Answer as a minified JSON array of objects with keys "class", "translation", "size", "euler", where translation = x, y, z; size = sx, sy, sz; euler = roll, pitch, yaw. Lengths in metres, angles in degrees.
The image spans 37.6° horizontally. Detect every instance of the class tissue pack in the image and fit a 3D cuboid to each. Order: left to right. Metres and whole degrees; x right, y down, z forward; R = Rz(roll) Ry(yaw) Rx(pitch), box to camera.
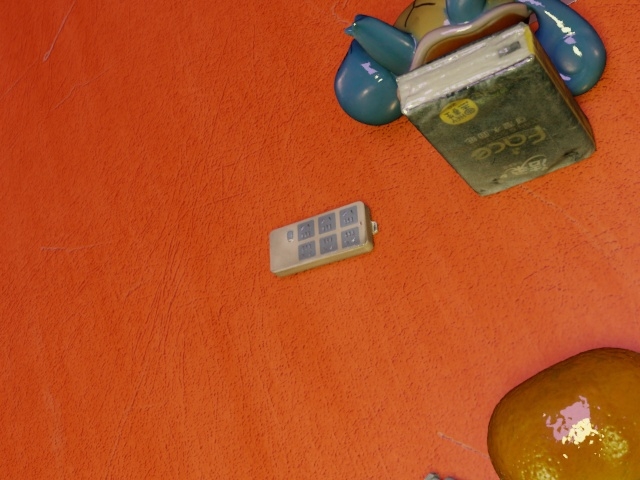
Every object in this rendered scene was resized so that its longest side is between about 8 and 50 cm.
[{"class":"tissue pack","translation":[0.242,-0.170,1.267],"size":[0.185,0.257,0.081],"euler":[-20,58,25]}]

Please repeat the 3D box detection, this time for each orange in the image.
[{"class":"orange","translation":[0.309,0.231,1.105],"size":[0.237,0.158,0.179],"euler":[-30,75,16]}]

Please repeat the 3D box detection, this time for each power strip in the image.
[{"class":"power strip","translation":[0.000,0.000,1.485],"size":[0.192,0.035,0.081],"euler":[-17,61,25]}]

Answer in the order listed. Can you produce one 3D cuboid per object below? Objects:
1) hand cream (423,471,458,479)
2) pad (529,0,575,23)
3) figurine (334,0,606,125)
[{"class":"hand cream","translation":[0.205,0.343,1.190],"size":[0.170,0.043,0.065],"euler":[19,40,38]},{"class":"pad","translation":[0.355,-0.430,1.475],"size":[0.266,0.002,0.176],"euler":[-25,57,21]},{"class":"figurine","translation":[0.205,-0.313,1.402],"size":[0.416,0.243,0.298],"euler":[-6,23,28]}]
